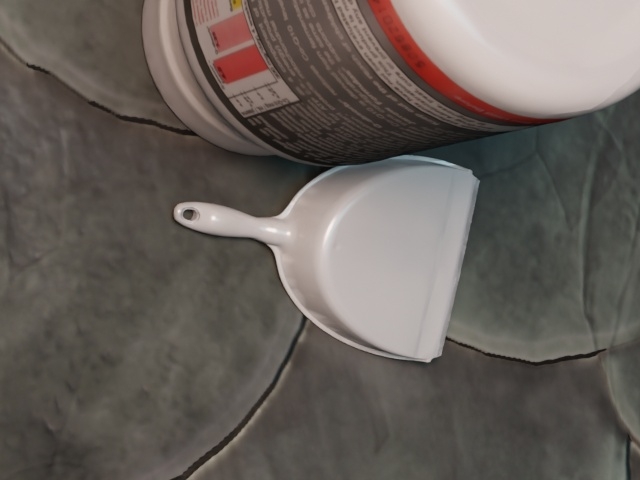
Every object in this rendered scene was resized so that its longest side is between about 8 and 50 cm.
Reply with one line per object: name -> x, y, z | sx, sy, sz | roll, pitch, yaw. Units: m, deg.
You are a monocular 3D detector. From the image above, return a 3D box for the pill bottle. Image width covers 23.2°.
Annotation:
pill bottle -> 0.037, -0.155, 0.944 | 0.210, 0.363, 0.210 | 3, 85, -29

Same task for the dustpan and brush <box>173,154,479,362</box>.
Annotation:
dustpan and brush -> 0.000, 0.000, 1.093 | 0.211, 0.060, 0.147 | 11, 93, -34
